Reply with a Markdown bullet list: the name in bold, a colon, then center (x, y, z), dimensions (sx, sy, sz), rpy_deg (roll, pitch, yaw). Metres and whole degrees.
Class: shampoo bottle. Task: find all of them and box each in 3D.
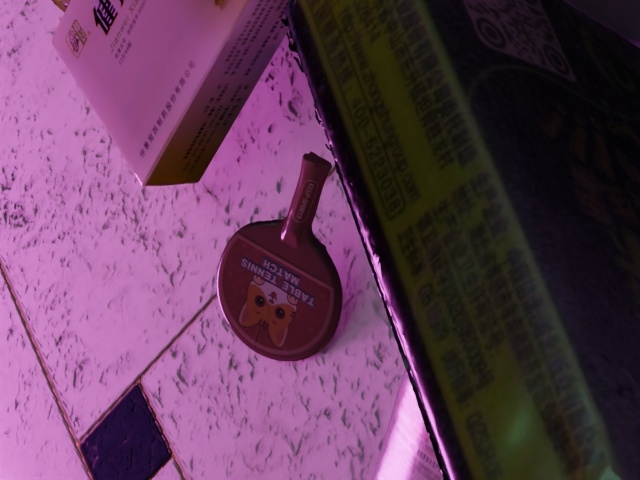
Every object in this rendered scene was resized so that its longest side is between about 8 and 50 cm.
- **shampoo bottle**: center (0.087, 0.120, 1.143), dimensions (0.108, 0.051, 0.221), rpy_deg (42, 122, 52)

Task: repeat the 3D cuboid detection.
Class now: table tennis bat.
- **table tennis bat**: center (0.000, 0.000, 1.344), dimensions (0.107, 0.119, 0.170), rpy_deg (28, 118, 19)

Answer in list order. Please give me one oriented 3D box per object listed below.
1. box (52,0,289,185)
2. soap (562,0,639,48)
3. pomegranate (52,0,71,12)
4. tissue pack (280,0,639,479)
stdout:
- **box**: center (-0.104, -0.193, 1.362), dimensions (0.175, 0.062, 0.260), rpy_deg (56, 131, 29)
- **soap**: center (0.131, -0.334, 1.251), dimensions (0.261, 0.156, 0.446), rpy_deg (-19, 61, 36)
- **pomegranate**: center (-0.195, -0.253, 1.519), dimensions (0.169, 0.143, 0.122), rpy_deg (34, 69, 32)
- **tissue pack**: center (0.152, 0.021, 1.004), dimensions (0.124, 0.288, 0.394), rpy_deg (-39, 52, 28)
